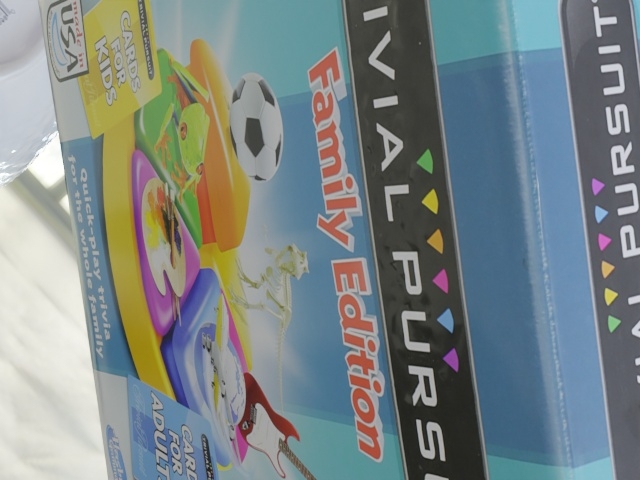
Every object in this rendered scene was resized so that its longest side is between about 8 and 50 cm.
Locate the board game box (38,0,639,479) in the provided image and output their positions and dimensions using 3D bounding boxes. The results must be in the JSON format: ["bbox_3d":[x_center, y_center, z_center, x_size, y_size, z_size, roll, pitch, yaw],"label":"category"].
[{"bbox_3d":[0.000,0.000,0.491,0.336,0.079,0.253,-1,98,59],"label":"board game box"}]

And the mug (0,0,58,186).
[{"bbox_3d":[-0.306,-0.200,1.170,0.276,0.374,0.328,61,154,-5],"label":"mug"}]
